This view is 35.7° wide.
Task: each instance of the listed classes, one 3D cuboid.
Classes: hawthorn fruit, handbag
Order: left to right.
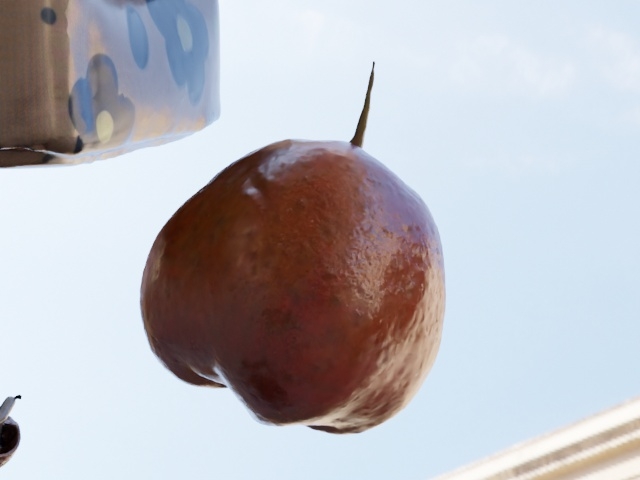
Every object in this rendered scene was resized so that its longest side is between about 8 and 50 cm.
[{"bbox_3d":[-0.150,-0.135,0.452,0.190,0.251,0.193,2,-80,11],"label":"handbag"},{"bbox_3d":[-0.001,0.016,0.404,0.125,0.140,0.125,47,-15,16],"label":"hawthorn fruit"}]

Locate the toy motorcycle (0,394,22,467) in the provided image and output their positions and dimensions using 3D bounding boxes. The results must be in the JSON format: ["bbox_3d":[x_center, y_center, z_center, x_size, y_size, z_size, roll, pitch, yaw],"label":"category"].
[{"bbox_3d":[-0.333,0.130,0.886,0.122,0.082,0.213,7,-65,20],"label":"toy motorcycle"}]
